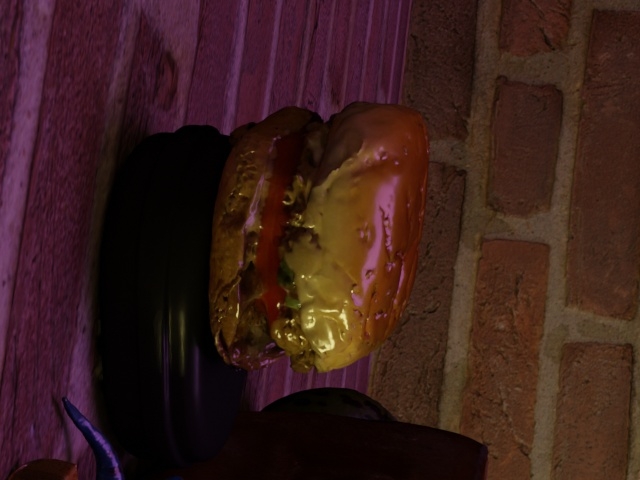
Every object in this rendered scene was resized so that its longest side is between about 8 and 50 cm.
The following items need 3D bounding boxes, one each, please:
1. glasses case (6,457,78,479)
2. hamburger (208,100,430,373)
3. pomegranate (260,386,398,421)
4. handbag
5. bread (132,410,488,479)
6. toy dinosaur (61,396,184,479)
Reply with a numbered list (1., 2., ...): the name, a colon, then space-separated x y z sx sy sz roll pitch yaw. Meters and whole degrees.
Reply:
1. glasses case: -0.203 0.244 1.102 0.064 0.041 0.170 -51 148 -54
2. hamburger: 0.000 0.000 1.250 0.244 0.163 0.244 6 90 -83
3. pomegranate: 0.018 0.313 1.821 0.306 0.242 0.242 -128 -146 -57
4. handbag: -0.122 0.048 1.334 0.254 0.093 0.308 -67 160 -67
5. bread: -0.009 0.268 1.448 0.333 0.324 0.143 -47 142 -77
6. toy dinosaur: -0.163 0.265 1.246 0.144 0.076 0.329 -15 115 -49
